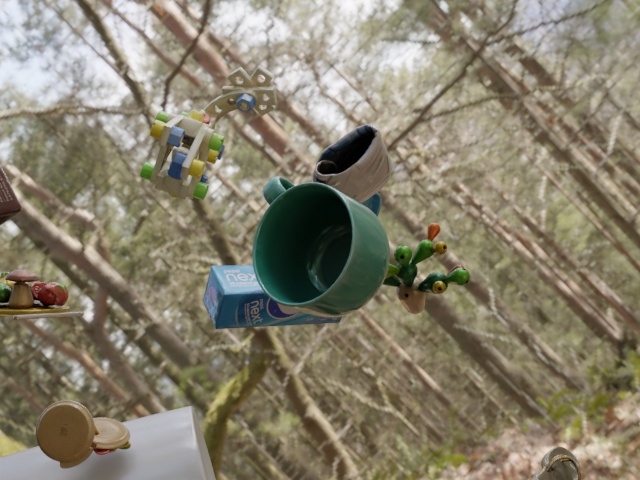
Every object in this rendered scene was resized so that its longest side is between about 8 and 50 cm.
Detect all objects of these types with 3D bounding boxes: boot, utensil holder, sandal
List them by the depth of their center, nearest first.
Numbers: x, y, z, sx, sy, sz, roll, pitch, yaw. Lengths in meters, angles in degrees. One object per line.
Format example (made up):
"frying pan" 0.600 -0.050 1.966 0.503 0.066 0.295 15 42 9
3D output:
"boot" -0.001 -0.073 1.295 0.258 0.095 0.123 -45 -28 -9
"sandal" 0.384 0.371 1.347 0.049 0.072 0.180 -54 -21 23
"utensil holder" -0.355 0.464 1.360 0.385 0.327 0.327 -16 -3 -8

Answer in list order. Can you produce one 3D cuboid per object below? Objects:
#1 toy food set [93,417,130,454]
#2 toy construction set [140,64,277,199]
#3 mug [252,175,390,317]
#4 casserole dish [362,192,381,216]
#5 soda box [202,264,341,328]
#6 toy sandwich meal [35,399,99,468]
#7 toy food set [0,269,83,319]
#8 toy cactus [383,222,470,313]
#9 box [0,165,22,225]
"toy food set" -0.325 0.291 1.257 0.083 0.082 0.020 -1 -69 -40
"toy construction set" -0.212 -0.196 1.527 0.327 0.151 0.215 -52 -12 -45
"mug" 0.007 0.002 0.889 0.129 0.157 0.097 -13 -22 33
"casserole dish" 0.053 -0.034 1.702 0.037 0.114 0.188 53 134 50
"soda box" -0.065 0.083 1.277 0.210 0.071 0.067 -1 -55 -28
"toy sandwich meal" -0.322 0.245 1.081 0.085 0.085 0.029 -45 -9 -3
"toy food set" -0.466 0.081 1.343 0.128 0.071 0.218 1 -1 -40
"toy cactus" 0.143 0.055 1.406 0.180 0.219 0.112 69 -154 -52
"box" -0.523 -0.059 1.041 0.168 0.167 0.203 -27 -1 27
